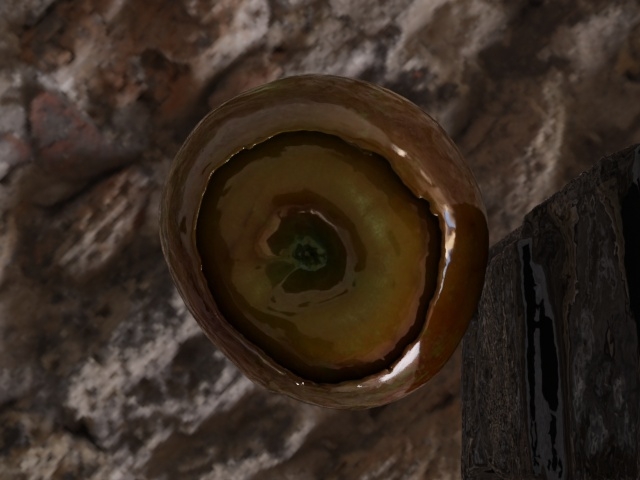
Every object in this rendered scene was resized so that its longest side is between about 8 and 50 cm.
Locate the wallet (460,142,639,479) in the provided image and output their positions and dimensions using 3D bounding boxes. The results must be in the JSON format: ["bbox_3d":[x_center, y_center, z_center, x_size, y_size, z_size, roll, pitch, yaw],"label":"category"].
[{"bbox_3d":[0.173,0.089,0.768,0.323,0.041,0.247,137,-44,-68],"label":"wallet"}]

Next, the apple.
[{"bbox_3d":[0.000,0.000,0.676,0.237,0.237,0.207,-41,168,18],"label":"apple"}]
